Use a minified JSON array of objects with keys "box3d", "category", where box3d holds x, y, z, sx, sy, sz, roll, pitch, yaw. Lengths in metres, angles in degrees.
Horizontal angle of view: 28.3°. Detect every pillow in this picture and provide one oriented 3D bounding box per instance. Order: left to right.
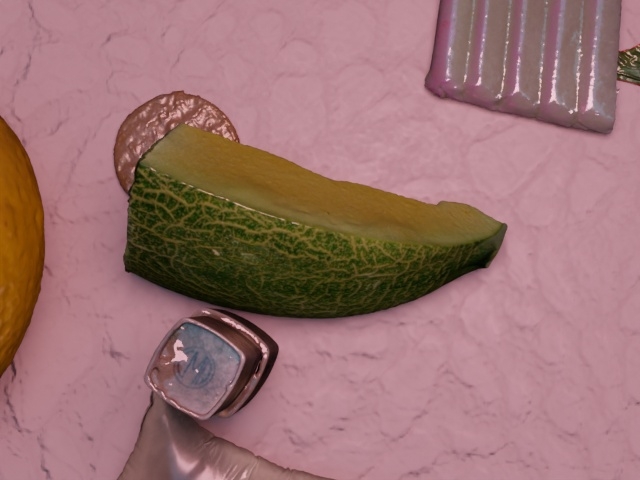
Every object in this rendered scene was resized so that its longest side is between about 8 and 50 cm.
[{"box3d":[-0.062,0.234,1.096,0.254,0.078,0.144,22,99,0],"category":"pillow"}]

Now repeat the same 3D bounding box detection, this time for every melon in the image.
[{"box3d":[0.000,0.000,1.084,0.323,0.196,0.124,11,65,-5],"category":"melon"}]

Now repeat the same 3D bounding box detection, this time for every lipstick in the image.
[{"box3d":[-0.084,0.099,1.029,0.079,0.253,0.077,32,87,3],"category":"lipstick"}]

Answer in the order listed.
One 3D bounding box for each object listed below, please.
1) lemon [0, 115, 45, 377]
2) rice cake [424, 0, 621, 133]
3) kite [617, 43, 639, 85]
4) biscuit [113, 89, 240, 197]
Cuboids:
[{"box3d":[-0.378,0.012,1.027,0.336,0.336,0.336,0,85,2],"category":"lemon"},{"box3d":[0.190,-0.211,1.151,0.189,0.037,0.198,13,87,6],"category":"rice cake"},{"box3d":[0.309,-0.222,1.165,0.198,0.006,0.244,-36,85,-1],"category":"kite"},{"box3d":[-0.131,-0.078,1.164,0.120,0.015,0.120,0,85,2],"category":"biscuit"}]
